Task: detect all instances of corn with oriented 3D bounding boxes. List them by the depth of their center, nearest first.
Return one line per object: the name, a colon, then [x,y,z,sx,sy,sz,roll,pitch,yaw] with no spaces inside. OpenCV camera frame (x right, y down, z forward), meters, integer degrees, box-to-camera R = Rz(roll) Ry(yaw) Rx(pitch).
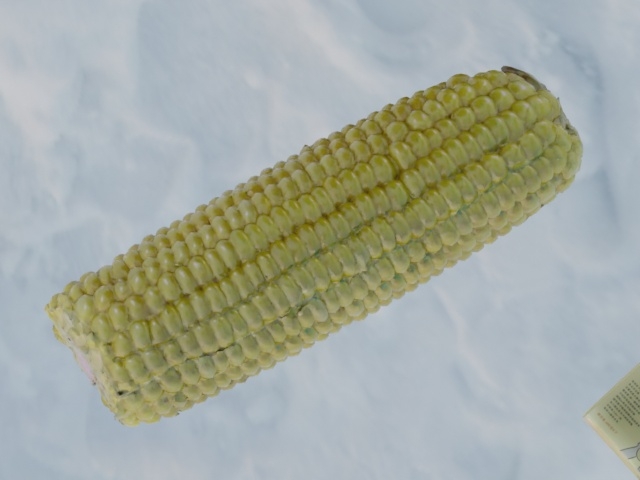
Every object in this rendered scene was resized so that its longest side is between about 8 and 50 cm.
corn: [0.000,0.000,0.796,0.248,0.081,0.081,-28,111,-5]

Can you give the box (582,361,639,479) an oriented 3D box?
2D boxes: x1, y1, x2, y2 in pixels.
box: [0.283,0.115,1.415,0.149,0.020,0.073,-42,85,-9]
